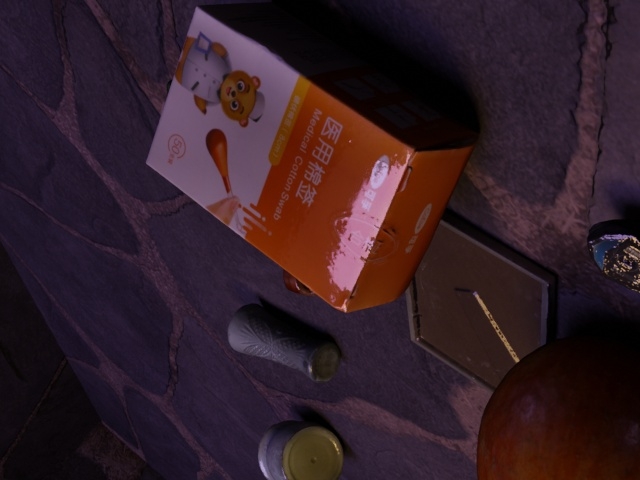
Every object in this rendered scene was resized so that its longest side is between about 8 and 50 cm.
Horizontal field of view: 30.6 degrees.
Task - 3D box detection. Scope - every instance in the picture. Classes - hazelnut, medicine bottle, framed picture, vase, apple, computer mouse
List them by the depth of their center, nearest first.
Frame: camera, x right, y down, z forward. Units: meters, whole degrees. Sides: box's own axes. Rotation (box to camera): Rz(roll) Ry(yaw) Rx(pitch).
[{"bbox_3d":[0.333,0.018,1.177,0.135,0.047,0.079,31,148,11],"label":"computer mouse"},{"bbox_3d":[0.307,0.262,1.332,0.301,0.301,0.301,38,156,21],"label":"apple"},{"bbox_3d":[0.205,0.094,1.554,0.247,0.022,0.335,33,153,31],"label":"framed picture"},{"bbox_3d":[-0.020,0.048,1.820,0.086,0.086,0.086,38,156,21],"label":"hazelnut"},{"bbox_3d":[-0.062,0.187,2.096,0.219,0.096,0.096,19,144,44],"label":"vase"},{"bbox_3d":[-0.040,0.441,2.388,0.147,0.147,0.143,52,160,-11],"label":"medicine bottle"}]

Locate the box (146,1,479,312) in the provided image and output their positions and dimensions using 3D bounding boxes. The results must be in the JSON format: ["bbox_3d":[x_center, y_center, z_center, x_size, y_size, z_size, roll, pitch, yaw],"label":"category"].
[{"bbox_3d":[-0.015,-0.103,1.356,0.341,0.143,0.225,36,120,24],"label":"box"}]

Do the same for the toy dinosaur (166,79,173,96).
[{"bbox_3d":[-0.030,-0.163,1.511,0.447,0.087,0.301,-30,76,44],"label":"toy dinosaur"}]
